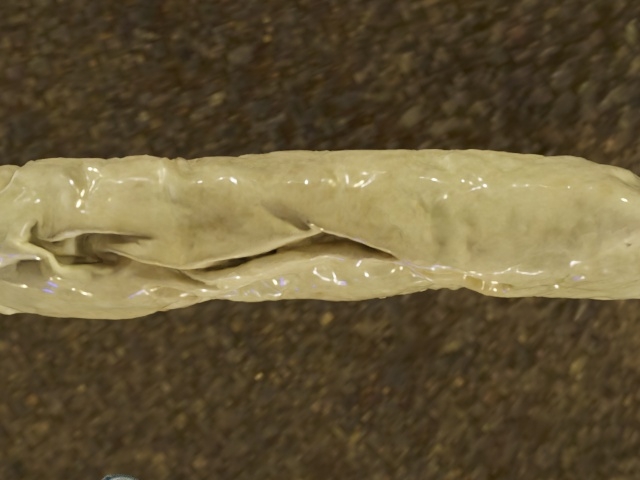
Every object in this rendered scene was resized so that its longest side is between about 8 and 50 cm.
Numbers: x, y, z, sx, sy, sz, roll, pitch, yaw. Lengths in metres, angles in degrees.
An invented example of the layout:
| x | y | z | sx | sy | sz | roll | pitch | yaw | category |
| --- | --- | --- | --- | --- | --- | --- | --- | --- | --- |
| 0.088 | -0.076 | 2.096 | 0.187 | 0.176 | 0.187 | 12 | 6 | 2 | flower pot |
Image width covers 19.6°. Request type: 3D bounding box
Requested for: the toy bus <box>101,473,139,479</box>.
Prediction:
| x | y | z | sx | sy | sz | roll | pitch | yaw | category |
| --- | --- | --- | --- | --- | --- | --- | --- | --- | --- |
| -0.149 | 0.152 | 0.831 | 0.237 | 0.094 | 0.079 | 13 | 142 | -20 | toy bus |

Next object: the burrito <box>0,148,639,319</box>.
| x | y | z | sx | sy | sz | roll | pitch | yaw | category |
| --- | --- | --- | --- | --- | --- | --- | --- | --- | --- |
| 0.000 | 0.000 | 0.919 | 0.392 | 0.117 | 0.076 | -1 | 69 | 4 | burrito |
